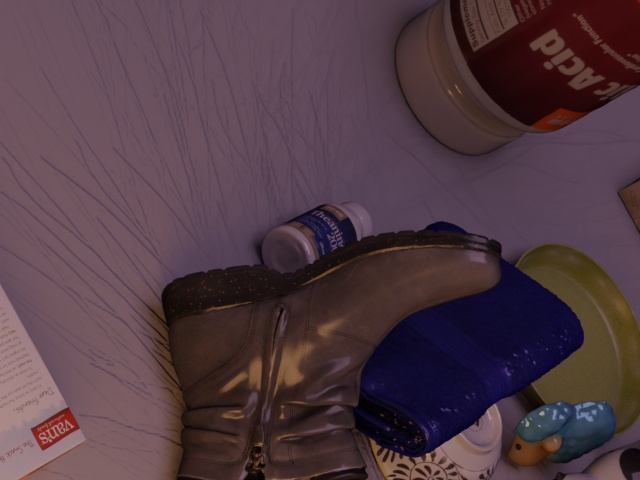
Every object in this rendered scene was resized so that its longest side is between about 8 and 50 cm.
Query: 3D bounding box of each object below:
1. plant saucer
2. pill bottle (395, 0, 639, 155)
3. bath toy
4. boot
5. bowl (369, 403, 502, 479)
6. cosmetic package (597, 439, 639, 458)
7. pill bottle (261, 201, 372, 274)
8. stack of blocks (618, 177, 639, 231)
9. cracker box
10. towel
[{"bbox_3d":[0.292,0.120,2.059,0.241,0.037,0.241,22,55,-35],"label":"plant saucer"},{"bbox_3d":[0.281,-0.257,1.990,0.224,0.392,0.224,21,56,-34],"label":"pill bottle"},{"bbox_3d":[0.332,0.328,1.848,0.348,0.151,0.129,57,-2,28],"label":"bath toy"},{"bbox_3d":[0.022,0.125,1.645,0.118,0.338,0.223,58,20,-67],"label":"boot"},{"bbox_3d":[0.137,0.195,1.842,0.170,0.080,0.170,23,54,-34],"label":"bowl"},{"bbox_3d":[0.430,0.319,1.998,0.151,0.151,0.184,15,58,-37],"label":"cosmetic package"},{"bbox_3d":[0.000,0.000,1.825,0.120,0.067,0.067,-27,88,-47],"label":"pill bottle"},{"bbox_3d":[0.531,0.025,2.299,0.171,0.087,0.297,-28,88,-47],"label":"stack of blocks"},{"bbox_3d":[-0.320,0.107,1.467,0.155,0.067,0.232,-27,87,-47],"label":"cracker box"},{"bbox_3d":[0.108,0.102,1.818,0.227,0.076,0.308,38,40,23],"label":"towel"}]
